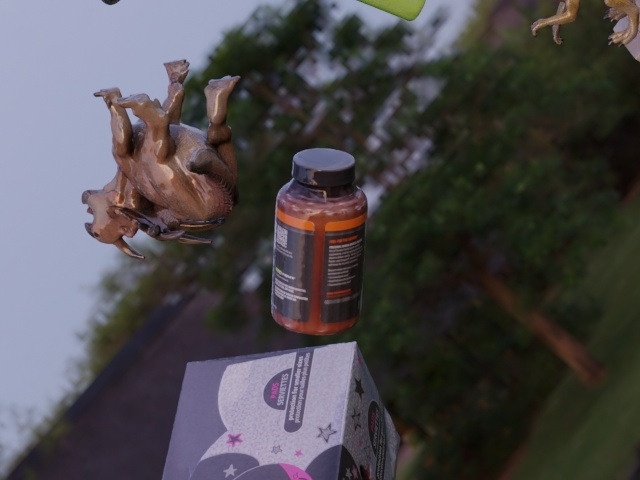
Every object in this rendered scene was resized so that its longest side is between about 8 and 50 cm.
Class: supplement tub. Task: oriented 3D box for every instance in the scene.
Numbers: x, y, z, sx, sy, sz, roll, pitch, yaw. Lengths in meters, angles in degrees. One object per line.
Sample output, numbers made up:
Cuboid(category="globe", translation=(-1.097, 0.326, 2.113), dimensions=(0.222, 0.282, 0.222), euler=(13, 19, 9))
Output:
Cuboid(category="supplement tub", translation=(0.000, 0.000, 2.011), dimensions=(0.106, 0.106, 0.198), euler=(-43, -39, -60))

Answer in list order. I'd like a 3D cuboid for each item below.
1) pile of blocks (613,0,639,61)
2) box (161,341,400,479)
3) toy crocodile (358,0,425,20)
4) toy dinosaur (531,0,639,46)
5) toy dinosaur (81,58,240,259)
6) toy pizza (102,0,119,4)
Cuboid(category="pile of blocks", translation=(0.335, -0.310, 1.738), dimensions=(0.149, 0.362, 0.112), euler=(-22, 30, 3))
Cuboid(category="box", translation=(-0.034, 0.222, 1.470), dimensions=(0.163, 0.142, 0.247), euler=(-9, 43, 18))
Cuboid(category="toy crocodile", translation=(0.082, -0.292, 1.015), dimensions=(0.105, 0.115, 0.340), euler=(12, 80, 65))
Cuboid(category="toy dinosaur", translation=(0.203, -0.189, 1.262), dimensions=(0.183, 0.092, 0.053), euler=(-23, 34, -7))
Cuboid(category="toy dinosaur", translation=(-0.139, -0.063, 1.784), dimensions=(0.127, 0.200, 0.295), euler=(-18, 18, -24))
Cuboid(category="toy pizza", translation=(-0.121, -0.262, 1.258), dimensions=(0.201, 0.032, 0.201), euler=(13, -90, -85))
